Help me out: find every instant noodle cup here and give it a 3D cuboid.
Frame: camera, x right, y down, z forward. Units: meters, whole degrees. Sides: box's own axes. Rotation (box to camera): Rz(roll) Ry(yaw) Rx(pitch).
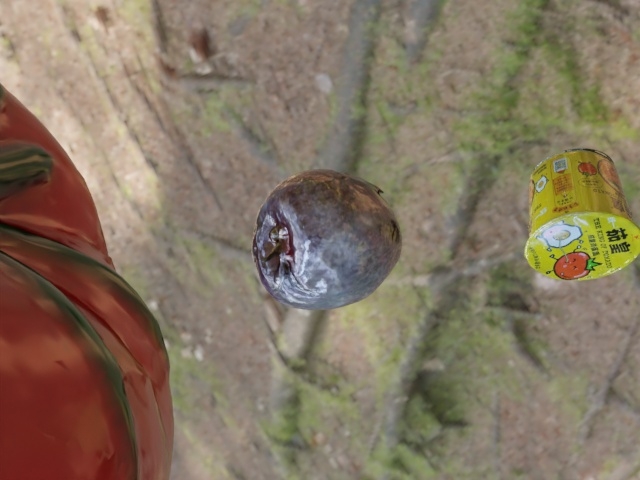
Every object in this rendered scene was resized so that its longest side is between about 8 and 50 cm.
[{"bbox_3d":[0.401,-0.045,1.995,0.182,0.182,0.144,120,155,-50],"label":"instant noodle cup"}]

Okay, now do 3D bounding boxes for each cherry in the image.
[{"bbox_3d":[0.009,0.003,1.629,0.195,0.195,0.195,29,133,37],"label":"cherry"}]

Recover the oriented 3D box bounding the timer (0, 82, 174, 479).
[{"bbox_3d":[-0.239,0.043,0.489,0.378,0.279,0.378,47,-175,-6],"label":"timer"}]
